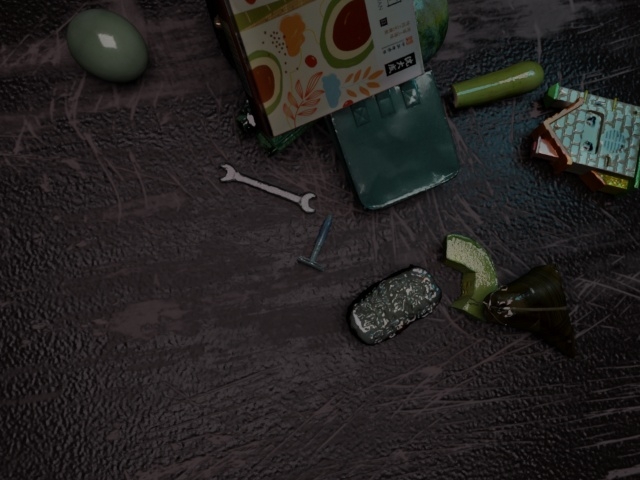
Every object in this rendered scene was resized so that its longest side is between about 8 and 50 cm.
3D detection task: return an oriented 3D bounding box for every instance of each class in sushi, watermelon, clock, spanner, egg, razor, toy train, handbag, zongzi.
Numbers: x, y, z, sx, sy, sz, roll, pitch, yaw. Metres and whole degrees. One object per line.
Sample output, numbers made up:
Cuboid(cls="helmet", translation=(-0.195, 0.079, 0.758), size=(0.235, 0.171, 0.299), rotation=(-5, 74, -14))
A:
Cuboid(cls="sushi", translation=(0.161, 0.146, 1.512), size=(0.225, 0.127, 0.124), rotation=(-35, 88, -1))
Cuboid(cls="watermelon", translation=(0.158, -0.507, 1.601), size=(0.305, 0.224, 0.180), rotation=(-19, 40, -6))
Cuboid(cls="clock", translation=(0.653, -0.249, 1.634), size=(0.255, 0.106, 0.220), rotation=(15, 80, 1))
Cuboid(cls="spanner", translation=(-0.126, -0.126, 1.575), size=(0.254, 0.015, 0.054), rotation=(20, 83, -3))
Cuboid(cls="egg", translation=(-0.483, -0.442, 1.511), size=(0.192, 0.149, 0.149), rotation=(30, 80, -1))
Cuboid(cls="razor", translation=(0.000, 0.000, 1.565), size=(0.068, 0.040, 0.135), rotation=(24, 74, -3))
Cuboid(cls="toy train", translation=(-0.071, -0.325, 1.562), size=(0.269, 0.115, 0.154), rotation=(-41, 97, -10))
Cuboid(cls="handbag", translation=(0.170, -0.234, 1.553), size=(0.268, 0.100, 0.274), rotation=(-25, 104, -4))
Cuboid(cls="zongzi", translation=(0.485, 0.200, 1.519), size=(0.247, 0.111, 0.241), rotation=(-19, 90, -34))

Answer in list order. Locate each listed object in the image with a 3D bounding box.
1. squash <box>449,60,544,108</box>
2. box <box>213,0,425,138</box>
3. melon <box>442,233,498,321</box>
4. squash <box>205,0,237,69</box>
Cuboid(cls="squash", translation=(0.432, -0.382, 1.632), size=(0.250, 0.083, 0.083), rotation=(-16, 84, -8))
Cuboid(cls="box", translation=(-0.001, -0.450, 1.377), size=(0.385, 0.122, 0.345), rotation=(-24, 127, -9))
Cuboid(cls="melon", translation=(0.353, 0.089, 1.574), size=(0.117, 0.064, 0.210), rotation=(-3, 85, -7))
Cuboid(cls="squash", translation=(-0.164, -0.507, 1.501), size=(0.165, 0.252, 0.252), rotation=(-23, 85, -5))
